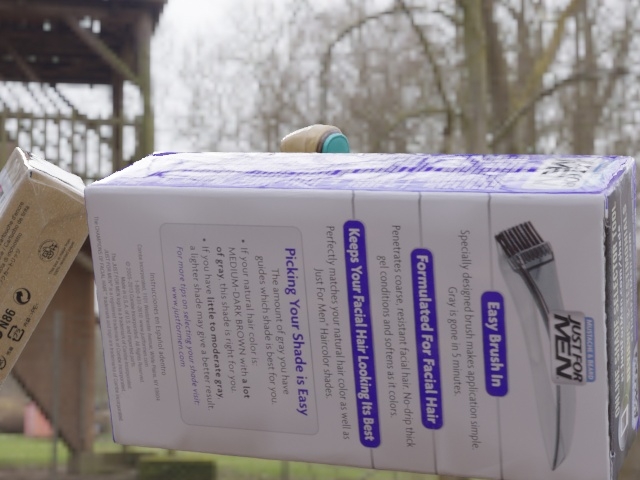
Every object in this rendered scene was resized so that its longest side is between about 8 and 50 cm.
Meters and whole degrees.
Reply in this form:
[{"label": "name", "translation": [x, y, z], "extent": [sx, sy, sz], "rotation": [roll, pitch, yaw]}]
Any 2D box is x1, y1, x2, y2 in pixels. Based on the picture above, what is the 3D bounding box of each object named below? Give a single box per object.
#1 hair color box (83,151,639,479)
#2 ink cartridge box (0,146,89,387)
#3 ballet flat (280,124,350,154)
[{"label": "hair color box", "translation": [0.028, 0.043, 0.931], "extent": [0.339, 0.185, 0.110], "rotation": [3, 17, 23]}, {"label": "ink cartridge box", "translation": [-0.328, 0.031, 1.495], "extent": [0.088, 0.234, 0.193], "rotation": [29, 1, -20]}, {"label": "ballet flat", "translation": [0.000, 0.000, 1.452], "extent": [0.073, 0.232, 0.080], "rotation": [1, 7, 36]}]
